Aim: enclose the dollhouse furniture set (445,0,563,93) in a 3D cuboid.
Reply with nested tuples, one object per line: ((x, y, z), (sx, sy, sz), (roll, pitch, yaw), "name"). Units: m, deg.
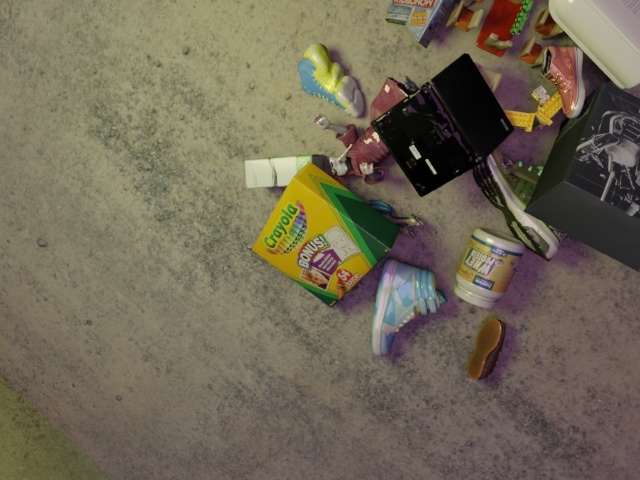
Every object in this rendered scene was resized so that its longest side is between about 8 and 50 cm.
((0.446, -0.511, 1.129), (0.262, 0.135, 0.259), (22, 101, -6), "dollhouse furniture set")

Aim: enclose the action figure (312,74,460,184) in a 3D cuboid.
((0.161, -0.289, 1.246), (0.370, 0.276, 0.248), (-38, 69, 37), "action figure")

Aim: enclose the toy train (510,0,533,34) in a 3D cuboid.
((0.485, -0.535, 1.046), (0.024, 0.017, 0.083), (17, 102, -16), "toy train")

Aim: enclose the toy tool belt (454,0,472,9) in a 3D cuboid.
((0.381, -0.652, 1.157), (0.083, 0.052, 0.051), (-39, 64, 17), "toy tool belt")

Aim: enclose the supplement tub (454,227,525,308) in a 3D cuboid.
((0.476, 0.077, 1.242), (0.144, 0.144, 0.199), (19, 106, 9), "supplement tub")

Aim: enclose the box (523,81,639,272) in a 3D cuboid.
((0.734, -0.143, 1.041), (0.343, 0.179, 0.312), (28, 73, 5), "box")

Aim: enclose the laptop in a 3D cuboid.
((0.307, -0.285, 1.090), (0.264, 0.136, 0.234), (-31, 101, 28), "laptop")

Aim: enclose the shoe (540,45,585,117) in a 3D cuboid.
((0.579, -0.382, 1.048), (0.081, 0.063, 0.178), (4, 83, -1), "shoe")

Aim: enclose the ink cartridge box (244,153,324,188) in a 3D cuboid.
((-0.105, -0.210, 1.312), (0.208, 0.153, 0.087), (-2, 101, 13), "ink cartridge box")

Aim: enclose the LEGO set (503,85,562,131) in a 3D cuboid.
((0.542, -0.338, 1.152), (0.287, 0.107, 0.132), (-24, 82, 13), "LEGO set")

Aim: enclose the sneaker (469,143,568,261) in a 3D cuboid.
((0.563, -0.151, 1.191), (0.182, 0.158, 0.410), (-36, 97, 3), "sneaker")

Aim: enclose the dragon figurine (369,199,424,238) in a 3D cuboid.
((0.162, -0.073, 1.314), (0.289, 0.144, 0.085), (24, 109, 27), "dragon figurine")

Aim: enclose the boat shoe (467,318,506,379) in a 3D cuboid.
((0.518, 0.333, 1.335), (0.073, 0.073, 0.207), (7, 112, -27), "boat shoe")

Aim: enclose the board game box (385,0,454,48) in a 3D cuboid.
((0.260, -0.620, 1.144), (0.194, 0.060, 0.194), (28, 108, 32), "board game box")

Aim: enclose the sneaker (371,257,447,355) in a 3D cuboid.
((0.272, 0.225, 1.336), (0.208, 0.127, 0.319), (10, 105, 12), "sneaker")

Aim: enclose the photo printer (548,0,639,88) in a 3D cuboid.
((0.700, -0.543, 1.020), (0.307, 0.107, 0.256), (46, 74, 0), "photo printer")

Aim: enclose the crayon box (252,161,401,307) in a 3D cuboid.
((0.000, 0.000, 1.265), (0.313, 0.106, 0.363), (35, 138, -2), "crayon box")

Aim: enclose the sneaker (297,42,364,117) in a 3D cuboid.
((0.024, -0.450, 1.277), (0.126, 0.091, 0.240), (-19, 113, 49), "sneaker")
